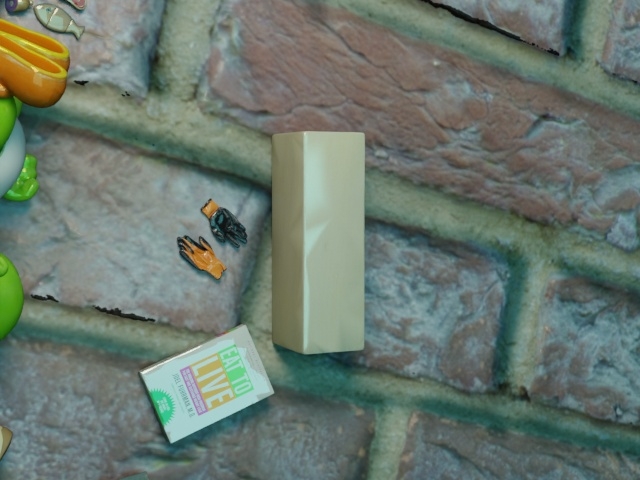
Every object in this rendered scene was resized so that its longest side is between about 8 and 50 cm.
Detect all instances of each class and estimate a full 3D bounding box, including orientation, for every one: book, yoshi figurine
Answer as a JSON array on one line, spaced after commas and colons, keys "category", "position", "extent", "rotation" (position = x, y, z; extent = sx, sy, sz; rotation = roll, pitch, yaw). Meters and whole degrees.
[{"category": "book", "position": [-0.142, 0.176, 1.352], "extent": [0.144, 0.035, 0.096], "rotation": [-24, 99, -20]}, {"category": "yoshi figurine", "position": [-0.352, -0.034, 1.143], "extent": [0.203, 0.203, 0.362], "rotation": [7, 116, -57]}]

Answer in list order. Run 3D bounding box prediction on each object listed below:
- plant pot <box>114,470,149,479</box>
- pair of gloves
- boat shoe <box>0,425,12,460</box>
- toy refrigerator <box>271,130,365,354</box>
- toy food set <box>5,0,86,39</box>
[{"category": "plant pot", "position": [-0.290, 0.424, 1.186], "extent": [0.252, 0.247, 0.247], "rotation": [-8, 97, -12]}, {"category": "pair of gloves", "position": [-0.134, -0.001, 1.354], "extent": [0.074, 0.010, 0.083], "rotation": [42, 73, -20]}, {"category": "boat shoe", "position": [-0.441, 0.312, 1.152], "extent": [0.098, 0.109, 0.302], "rotation": [32, 58, -11]}, {"category": "toy refrigerator", "position": [0.000, 0.000, 1.367], "extent": [0.094, 0.102, 0.269], "rotation": [-2, 93, -25]}, {"category": "toy food set", "position": [-0.319, -0.288, 1.245], "extent": [0.122, 0.019, 0.078], "rotation": [20, 85, -25]}]
